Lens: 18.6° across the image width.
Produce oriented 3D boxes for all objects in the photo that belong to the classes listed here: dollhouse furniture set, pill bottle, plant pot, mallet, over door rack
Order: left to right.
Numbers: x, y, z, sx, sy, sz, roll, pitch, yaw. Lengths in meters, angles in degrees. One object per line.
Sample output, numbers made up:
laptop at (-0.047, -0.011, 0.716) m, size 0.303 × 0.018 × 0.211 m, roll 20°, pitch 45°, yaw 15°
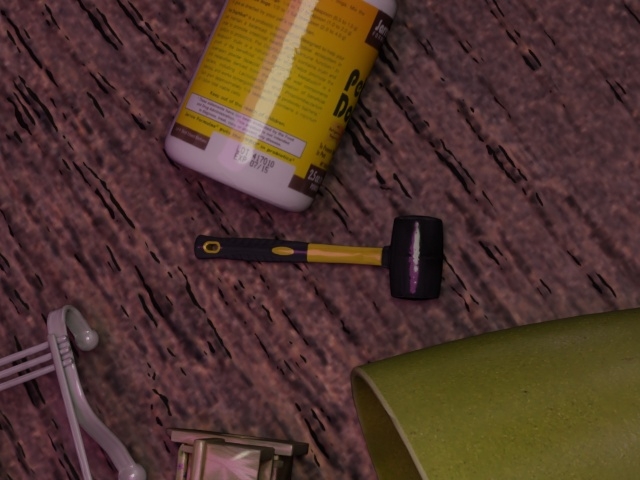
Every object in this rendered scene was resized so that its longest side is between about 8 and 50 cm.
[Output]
over door rack at (-0.243, 0.236, 1.407) m, size 0.240 × 0.108 × 0.324 m, roll -21°, pitch 62°, yaw 15°
dollhouse furniture set at (-0.084, 0.228, 1.367) m, size 0.101 × 0.161 × 0.181 m, roll 6°, pitch 86°, yaw 12°
pill bottle at (-0.021, -0.136, 1.401) m, size 0.117 × 0.117 × 0.215 m, roll 24°, pitch 92°, yaw 12°
mallet at (0.000, 0.000, 1.432) m, size 0.190 × 0.039 × 0.062 m, roll 10°, pitch 90°, yaw 16°
plant pot at (0.207, 0.154, 1.278) m, size 0.294 × 0.275 × 0.274 m, roll -22°, pitch 82°, yaw -6°
